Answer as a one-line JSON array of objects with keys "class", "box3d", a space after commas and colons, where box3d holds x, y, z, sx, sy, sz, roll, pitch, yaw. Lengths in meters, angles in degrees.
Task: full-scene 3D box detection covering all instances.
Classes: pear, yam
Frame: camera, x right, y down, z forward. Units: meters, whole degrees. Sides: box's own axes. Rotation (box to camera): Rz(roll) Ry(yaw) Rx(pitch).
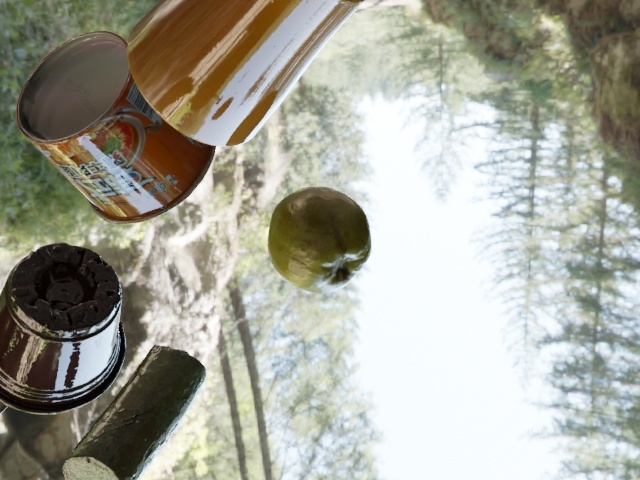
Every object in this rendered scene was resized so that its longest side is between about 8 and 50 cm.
[{"class": "pear", "box3d": [0.000, 0.000, 0.939, 0.149, 0.148, 0.162, -8, -151, -17]}, {"class": "yam", "box3d": [-0.107, 0.106, 0.391, 0.043, 0.043, 0.094, 9, -131, 33]}]

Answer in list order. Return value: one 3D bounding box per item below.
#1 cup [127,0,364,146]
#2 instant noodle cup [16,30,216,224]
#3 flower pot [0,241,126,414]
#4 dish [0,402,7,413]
[{"class": "cup", "box3d": [-0.070, -0.247, 0.734, 0.264, 0.182, 0.226, -32, -152, 41]}, {"class": "instant noodle cup", "box3d": [-0.307, -0.175, 1.005, 0.251, 0.250, 0.192, 6, 157, 24]}, {"class": "flower pot", "box3d": [-0.186, 0.053, 0.473, 0.111, 0.089, 0.111, 14, -133, -16]}, {"class": "dish", "box3d": [-0.552, 0.185, 0.984, 0.081, 0.229, 0.229, 12, -157, 31]}]
